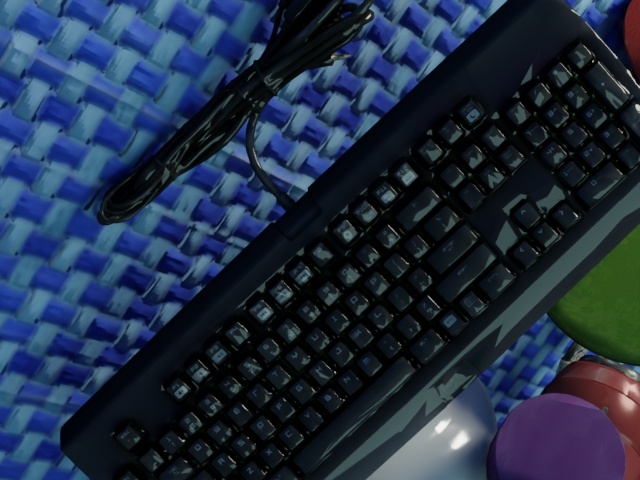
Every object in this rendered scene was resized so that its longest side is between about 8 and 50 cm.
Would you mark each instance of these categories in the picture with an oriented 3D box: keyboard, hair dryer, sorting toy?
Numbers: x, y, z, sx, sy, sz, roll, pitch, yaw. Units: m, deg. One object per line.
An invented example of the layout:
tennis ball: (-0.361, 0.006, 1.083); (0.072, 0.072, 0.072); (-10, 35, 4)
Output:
keyboard: (0.000, 0.000, 0.556); (0.317, 0.201, 0.033); (-44, -177, 3)
hair dryer: (0.173, 0.166, 0.797); (0.293, 0.080, 0.224); (-43, 147, -51)
sorting toy: (0.183, 0.010, 0.695); (0.126, 0.127, 0.365); (93, 23, -65)

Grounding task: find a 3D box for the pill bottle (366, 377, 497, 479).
pill bottle: (0.024, 0.151, 0.693); (0.146, 0.146, 0.264); (-21, 133, -27)
